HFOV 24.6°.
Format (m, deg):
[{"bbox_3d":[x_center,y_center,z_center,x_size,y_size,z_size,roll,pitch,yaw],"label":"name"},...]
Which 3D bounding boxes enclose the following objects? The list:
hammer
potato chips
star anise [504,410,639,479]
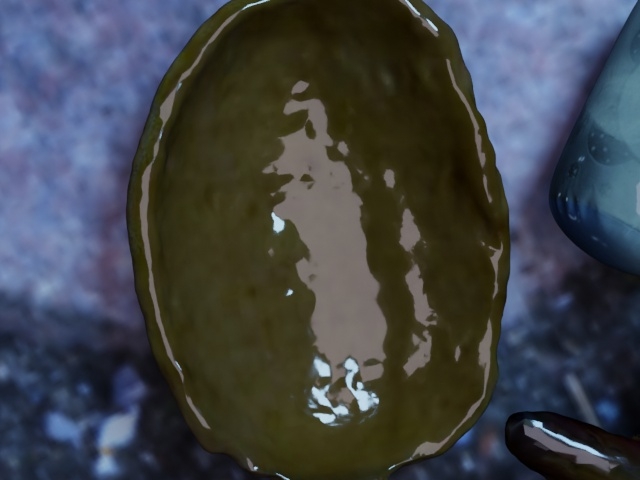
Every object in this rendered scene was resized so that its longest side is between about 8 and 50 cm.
[{"bbox_3d":[0.192,-0.016,0.581,0.194,0.069,0.116,25,92,-9],"label":"hammer"},{"bbox_3d":[0.000,0.000,0.580,0.150,0.049,0.202,-16,93,-6],"label":"potato chips"},{"bbox_3d":[0.181,0.127,0.572,0.272,0.102,0.272,0,90,-10],"label":"star anise"}]
